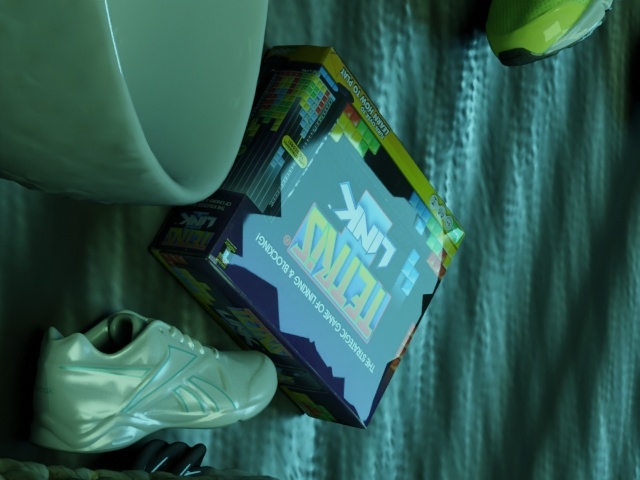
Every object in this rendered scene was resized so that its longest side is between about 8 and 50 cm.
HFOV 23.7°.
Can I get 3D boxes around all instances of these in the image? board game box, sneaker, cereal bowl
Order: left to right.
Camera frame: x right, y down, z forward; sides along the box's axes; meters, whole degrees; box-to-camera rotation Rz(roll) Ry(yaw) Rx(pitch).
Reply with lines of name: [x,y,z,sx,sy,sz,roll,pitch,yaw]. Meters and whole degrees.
cereal bowl: [-0.109,-0.181,0.565,0.339,0.141,0.339,1,90,-84]
sneaker: [-0.077,0.064,0.757,0.152,0.053,0.061,-6,97,-48]
board game box: [0.000,0.000,0.840,0.170,0.048,0.141,50,58,-41]
sneaker: [0.142,-0.203,0.961,0.094,0.081,0.208,43,57,-36]

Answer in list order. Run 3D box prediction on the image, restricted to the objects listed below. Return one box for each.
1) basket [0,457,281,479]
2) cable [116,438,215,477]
basket: [-0.093,0.252,0.528,0.266,0.328,0.331,11,87,-27]
cable: [-0.086,0.191,0.779,0.150,0.047,0.184,-52,134,-41]
